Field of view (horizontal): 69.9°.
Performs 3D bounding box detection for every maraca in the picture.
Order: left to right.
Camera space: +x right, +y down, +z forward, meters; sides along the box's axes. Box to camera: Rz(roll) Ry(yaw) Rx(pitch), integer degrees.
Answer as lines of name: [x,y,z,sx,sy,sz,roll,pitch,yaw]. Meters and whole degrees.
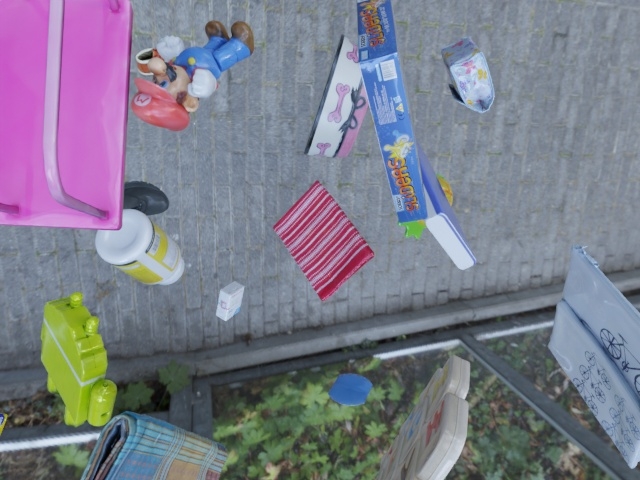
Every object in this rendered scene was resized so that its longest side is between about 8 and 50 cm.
maraca: [0.269,-0.088,1.177,0.185,0.099,0.127,-45,116,-14]

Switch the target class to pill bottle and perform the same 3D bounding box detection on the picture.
pill bottle: [-0.328,0.023,0.862,0.103,0.184,0.103,-3,68,6]

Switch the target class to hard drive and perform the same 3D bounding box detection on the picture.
hard drive: [0.230,-0.115,0.983,0.040,0.319,0.210,-28,139,20]

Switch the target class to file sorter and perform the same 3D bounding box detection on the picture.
file sorter: [-0.289,-0.119,0.287,0.290,0.182,0.202,3,87,-15]

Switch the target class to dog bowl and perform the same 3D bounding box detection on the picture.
dog bowl: [0.071,-0.468,1.564,0.150,0.408,0.409,18,99,-6]

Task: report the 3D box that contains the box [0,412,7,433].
box: [-0.315,0.223,0.362,0.054,0.059,0.169,25,54,-32]

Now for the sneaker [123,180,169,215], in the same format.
sneaker: [-0.537,-0.085,1.195,0.286,0.130,0.109,-1,133,-34]

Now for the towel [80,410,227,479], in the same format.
towel: [-0.242,0.407,0.647,0.040,0.370,0.272,10,63,16]

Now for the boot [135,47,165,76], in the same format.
boot: [-0.444,-0.516,1.302,0.157,0.084,0.059,-20,84,-12]

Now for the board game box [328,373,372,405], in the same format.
board game box: [0.108,0.544,1.640,0.133,0.168,0.033,9,114,21]

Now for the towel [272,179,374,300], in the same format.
towel: [0.000,0.000,1.228,0.199,0.275,0.031,-44,156,18]

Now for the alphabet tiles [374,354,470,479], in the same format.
alphabet tiles: [0.069,0.250,0.449,0.021,0.278,0.284,27,112,11]

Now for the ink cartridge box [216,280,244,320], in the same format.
ink cartridge box: [-0.341,0.227,1.734,0.052,0.088,0.123,27,119,18]

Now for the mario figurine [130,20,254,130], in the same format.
mario figurine: [-0.278,-0.371,0.957,0.170,0.198,0.321,43,61,-18]

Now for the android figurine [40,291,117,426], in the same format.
android figurine: [-0.452,0.215,0.843,0.056,0.248,0.273,-14,137,-48]

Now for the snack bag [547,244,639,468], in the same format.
snack bag: [0.570,0.229,0.922,0.037,0.323,0.343,-13,131,0]

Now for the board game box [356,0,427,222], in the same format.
board game box: [0.078,-0.135,0.485,0.035,0.136,0.201,-9,137,14]

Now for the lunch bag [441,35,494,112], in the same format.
lunch bag: [0.197,-0.216,0.612,0.053,0.071,0.083,-23,127,20]
